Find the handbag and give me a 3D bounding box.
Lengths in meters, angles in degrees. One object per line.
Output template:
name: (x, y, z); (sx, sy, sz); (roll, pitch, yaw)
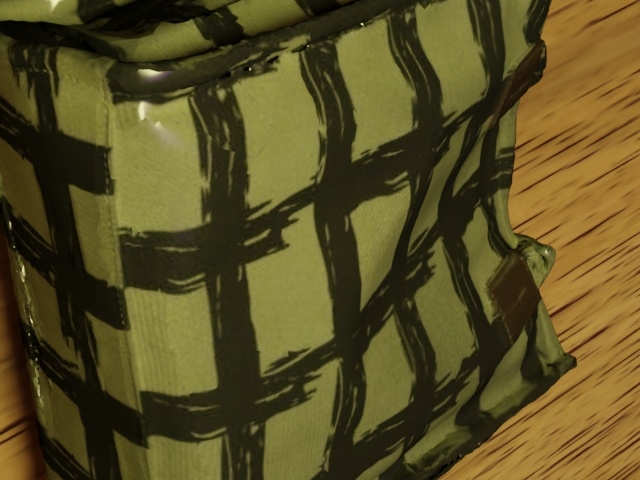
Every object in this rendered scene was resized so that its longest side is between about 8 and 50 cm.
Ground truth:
handbag: (0.000, 0.000, 0.656); (0.327, 0.162, 0.325); (-25, 128, -35)
